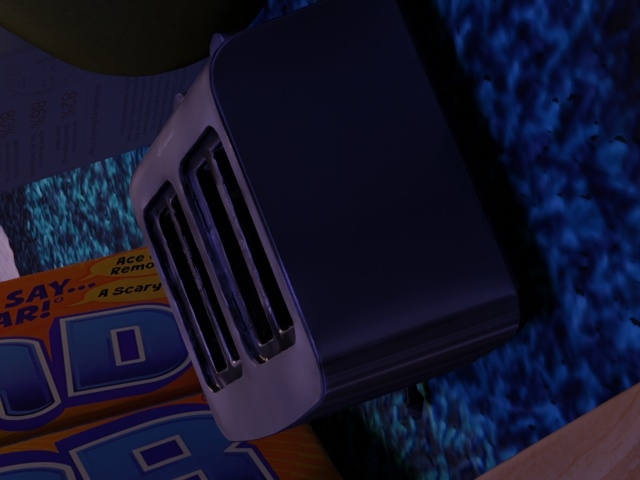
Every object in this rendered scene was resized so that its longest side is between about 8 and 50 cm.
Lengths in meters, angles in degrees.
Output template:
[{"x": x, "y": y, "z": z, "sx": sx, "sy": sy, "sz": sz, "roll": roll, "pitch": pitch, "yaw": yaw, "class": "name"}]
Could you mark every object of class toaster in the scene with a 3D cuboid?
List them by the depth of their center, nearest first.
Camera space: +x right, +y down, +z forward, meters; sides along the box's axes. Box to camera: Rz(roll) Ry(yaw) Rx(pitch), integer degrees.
[{"x": 0.000, "y": 0.000, "z": 0.648, "sx": 0.185, "sy": 0.110, "sz": 0.168, "roll": 68, "pitch": 158, "yaw": 6, "class": "toaster"}]

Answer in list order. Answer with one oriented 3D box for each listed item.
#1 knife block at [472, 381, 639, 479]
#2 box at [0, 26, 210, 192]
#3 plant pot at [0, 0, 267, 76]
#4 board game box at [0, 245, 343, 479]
[{"x": 0.132, "y": 0.059, "z": 0.425, "sx": 0.276, "sy": 0.088, "sz": 0.242, "roll": 38, "pitch": 140, "yaw": 53, "class": "knife block"}, {"x": -0.140, "y": -0.111, "z": 0.799, "sx": 0.091, "sy": 0.170, "sz": 0.130, "roll": 60, "pitch": 155, "yaw": 23, "class": "box"}, {"x": -0.094, "y": -0.197, "z": 0.566, "sx": 0.275, "sy": 0.275, "sz": 0.293, "roll": 62, "pitch": 171, "yaw": 21, "class": "plant pot"}, {"x": -0.177, "y": 0.267, "z": 0.881, "sx": 0.356, "sy": 0.356, "sz": 0.356, "roll": -127, "pitch": 28, "yaw": -54, "class": "board game box"}]
